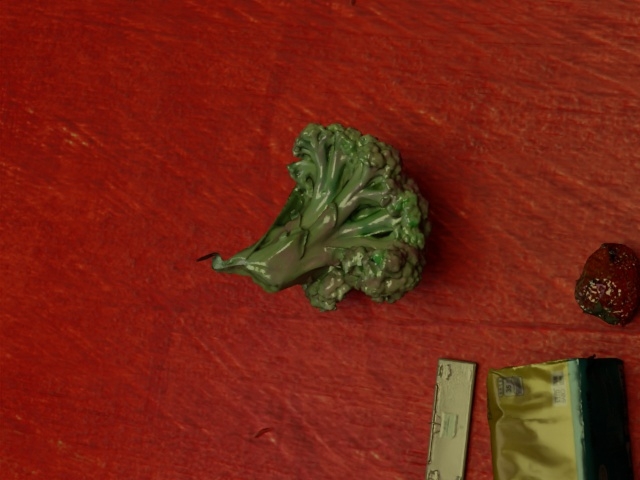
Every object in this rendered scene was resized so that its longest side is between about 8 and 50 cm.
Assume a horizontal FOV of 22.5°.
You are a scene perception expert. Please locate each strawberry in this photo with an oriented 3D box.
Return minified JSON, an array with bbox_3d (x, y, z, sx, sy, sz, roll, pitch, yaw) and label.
[{"bbox_3d":[0.341,0.051,1.897,0.083,0.083,0.096,18,94,28],"label":"strawberry"}]

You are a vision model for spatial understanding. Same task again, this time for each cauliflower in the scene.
[{"bbox_3d":[0.000,0.000,1.974,0.239,0.315,0.256,59,156,13],"label":"cauliflower"}]

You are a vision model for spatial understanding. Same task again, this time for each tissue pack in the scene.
[{"bbox_3d":[0.277,0.272,1.851,0.134,0.192,0.270,-7,82,26],"label":"tissue pack"}]

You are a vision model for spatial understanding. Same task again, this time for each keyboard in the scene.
[{"bbox_3d":[0.162,0.231,2.014,0.055,0.017,0.166,6,89,24],"label":"keyboard"}]
